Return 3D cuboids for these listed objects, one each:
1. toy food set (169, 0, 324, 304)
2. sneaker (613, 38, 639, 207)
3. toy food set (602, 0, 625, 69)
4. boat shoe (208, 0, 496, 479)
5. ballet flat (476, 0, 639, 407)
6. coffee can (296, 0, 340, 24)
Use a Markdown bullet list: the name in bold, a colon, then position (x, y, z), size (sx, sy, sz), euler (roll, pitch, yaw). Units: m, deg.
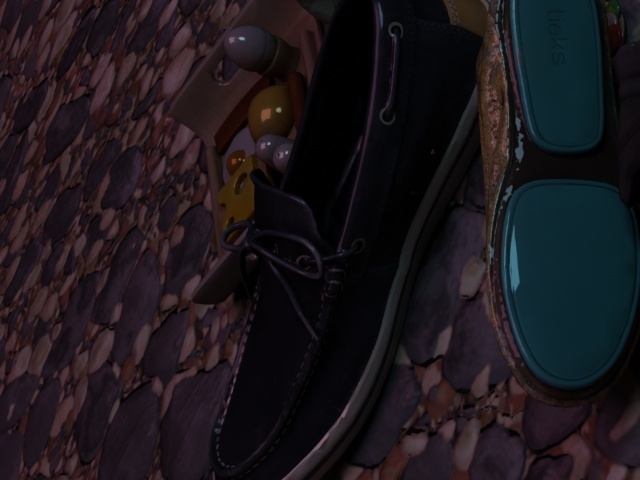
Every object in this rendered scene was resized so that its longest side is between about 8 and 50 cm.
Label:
- **toy food set**: position (-0.083, -0.106, 1.658), size (0.220, 0.092, 0.306), euler (-48, 34, 32)
- **sneaker**: position (0.289, -0.074, 1.010), size (0.286, 0.109, 0.130), euler (171, 110, -67)
- **toy food set**: position (0.212, -0.155, 1.260), size (0.083, 0.020, 0.082), euler (-63, 29, 9)
- **boat shoe**: position (0.000, 0.000, 1.382), size (0.187, 0.156, 0.500), euler (34, 102, 59)
- **ballet flat**: position (0.169, -0.035, 1.164), size (0.123, 0.123, 0.348), euler (-29, 55, 50)
- **coffee can**: position (0.032, -0.355, 1.519), size (0.201, 0.201, 0.275), euler (-53, 33, 26)
